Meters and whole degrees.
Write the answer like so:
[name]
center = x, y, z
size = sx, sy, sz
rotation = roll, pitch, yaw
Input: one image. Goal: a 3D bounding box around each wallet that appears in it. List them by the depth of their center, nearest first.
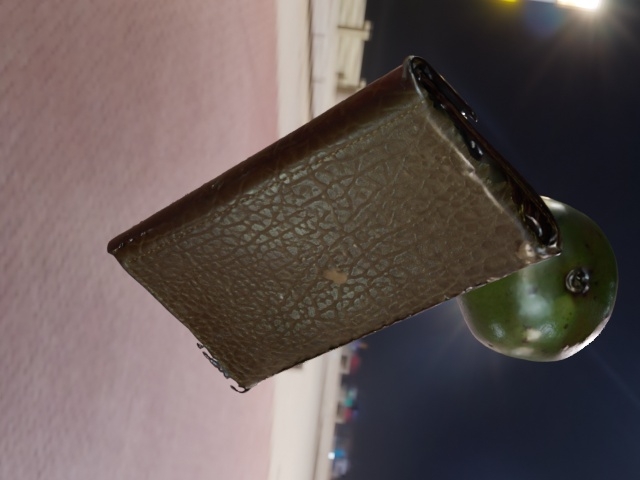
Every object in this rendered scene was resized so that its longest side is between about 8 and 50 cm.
[wallet]
center = 0.000, 0.000, 0.637
size = 0.243, 0.133, 0.039
rotation = -28, -155, 36

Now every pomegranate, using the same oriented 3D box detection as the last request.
[pomegranate]
center = 0.224, 0.041, 1.279
size = 0.225, 0.187, 0.187
rotation = -166, -96, -66
